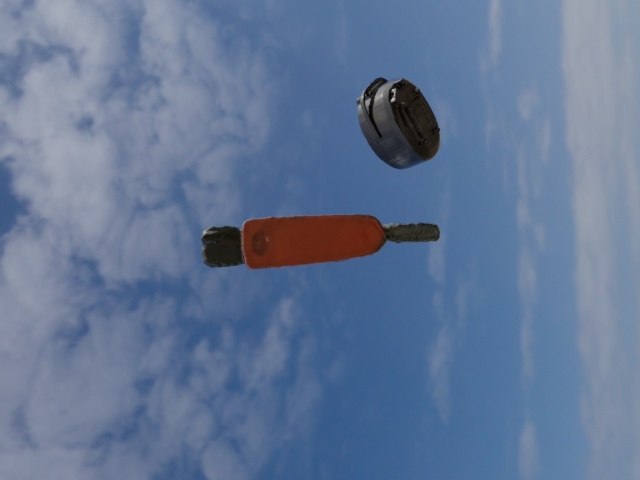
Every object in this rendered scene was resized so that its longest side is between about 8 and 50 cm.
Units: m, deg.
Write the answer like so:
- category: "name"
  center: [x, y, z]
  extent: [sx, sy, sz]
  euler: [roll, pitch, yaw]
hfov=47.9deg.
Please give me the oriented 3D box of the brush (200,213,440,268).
- category: "brush"
  center: [0.000, 0.000, 0.971]
  extent: [0.051, 0.323, 0.070]
  euler: [-22, -71, -88]

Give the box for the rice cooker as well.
- category: "rice cooker"
  center: [0.136, -0.203, 1.238]
  extent: [0.112, 0.106, 0.165]
  euler: [-51, -61, -39]
